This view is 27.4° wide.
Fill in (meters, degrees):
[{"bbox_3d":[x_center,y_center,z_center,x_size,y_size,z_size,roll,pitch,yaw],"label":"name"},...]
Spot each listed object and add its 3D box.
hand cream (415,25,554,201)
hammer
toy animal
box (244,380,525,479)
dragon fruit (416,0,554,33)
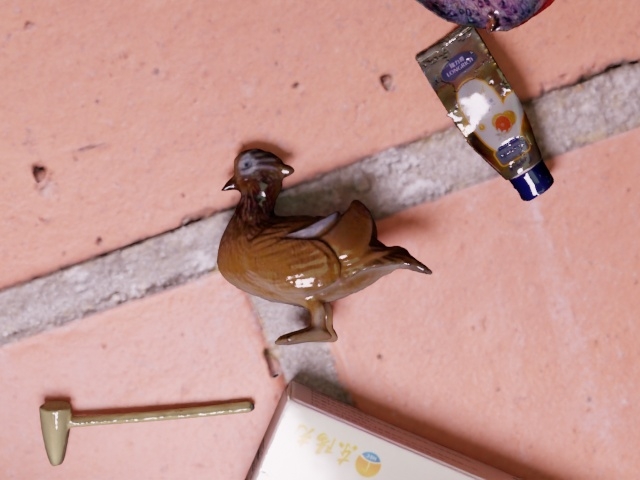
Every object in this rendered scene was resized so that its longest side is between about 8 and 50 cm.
[{"bbox_3d":[0.151,-0.110,1.166,0.062,0.039,0.163,-32,96,19],"label":"hand cream"},{"bbox_3d":[-0.157,0.171,1.203,0.195,0.028,0.060,-4,104,-2],"label":"hammer"},{"bbox_3d":[0.000,0.000,1.158,0.188,0.089,0.179,-8,83,5],"label":"toy animal"},{"bbox_3d":[0.088,0.289,1.205,0.343,0.065,0.200,23,96,-5],"label":"box"},{"bbox_3d":[0.143,-0.298,1.078,0.218,0.224,0.148,31,60,32],"label":"dragon fruit"}]
